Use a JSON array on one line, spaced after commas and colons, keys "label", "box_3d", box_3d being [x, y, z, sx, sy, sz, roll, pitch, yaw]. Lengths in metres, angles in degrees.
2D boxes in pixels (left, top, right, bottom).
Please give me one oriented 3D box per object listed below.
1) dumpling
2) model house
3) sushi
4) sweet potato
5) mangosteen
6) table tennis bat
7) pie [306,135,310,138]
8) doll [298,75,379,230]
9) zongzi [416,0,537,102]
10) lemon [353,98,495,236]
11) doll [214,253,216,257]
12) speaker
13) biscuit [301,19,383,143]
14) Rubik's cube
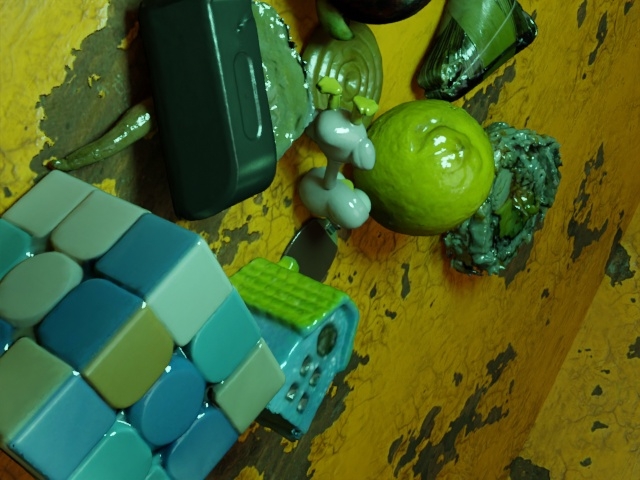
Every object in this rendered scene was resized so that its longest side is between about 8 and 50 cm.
[{"label": "dumpling", "box_3d": [-0.100, -0.242, 1.506, 0.166, 0.086, 0.332, 5, 106, -19]}, {"label": "model house", "box_3d": [-0.086, 0.177, 1.616, 0.303, 0.237, 0.215, -60, 145, -14]}, {"label": "sushi", "box_3d": [0.445, -0.094, 2.194, 0.418, 0.176, 0.417, -27, 128, -42]}, {"label": "sweet potato", "box_3d": [-0.308, -0.157, 1.316, 0.214, 0.050, 0.050, -42, 137, -30]}, {"label": "mangosteen", "box_3d": [0.080, -0.489, 1.474, 0.288, 0.288, 0.287, -27, 128, -42]}, {"label": "table tennis bat", "box_3d": [0.000, 0.000, 1.811, 0.274, 0.021, 0.154, -56, 142, -13]}, {"label": "pie", "box_3d": [-0.004, -0.233, 1.686, 0.084, 0.020, 0.084, -28, 128, -42]}, {"label": "doll", "box_3d": [0.030, -0.135, 1.613, 0.094, 0.160, 0.365, -46, 156, -26]}, {"label": "zongzi", "box_3d": [0.292, -0.486, 1.861, 0.289, 0.154, 0.317, -40, 116, -28]}, {"label": "lemon", "box_3d": [0.208, -0.147, 1.771, 0.297, 0.297, 0.296, -27, 128, -42]}, {"label": "doll", "box_3d": [-0.223, 0.035, 1.533, 0.085, 0.040, 0.058, 43, 63, -52]}, {"label": "speaker", "box_3d": [-0.137, -0.229, 1.327, 0.180, 0.184, 0.388, -31, 120, -49]}, {"label": "biscuit", "box_3d": [0.046, -0.302, 1.679, 0.262, 0.037, 0.261, -23, 119, -49]}, {"label": "Rubik's cube", "box_3d": [-0.317, 0.164, 1.219, 0.346, 0.347, 0.344, -50, 139, -23]}]
